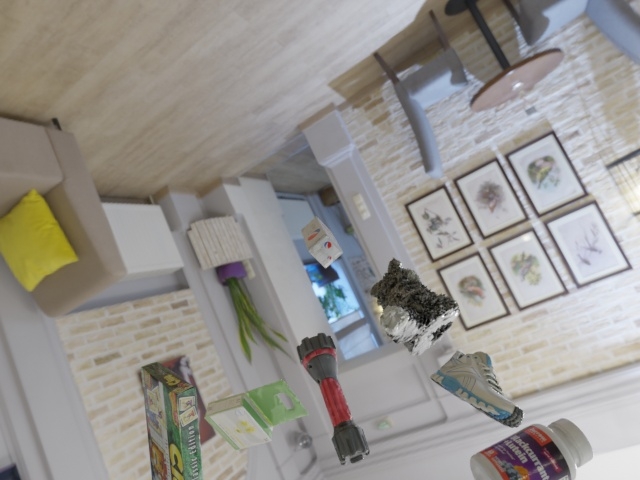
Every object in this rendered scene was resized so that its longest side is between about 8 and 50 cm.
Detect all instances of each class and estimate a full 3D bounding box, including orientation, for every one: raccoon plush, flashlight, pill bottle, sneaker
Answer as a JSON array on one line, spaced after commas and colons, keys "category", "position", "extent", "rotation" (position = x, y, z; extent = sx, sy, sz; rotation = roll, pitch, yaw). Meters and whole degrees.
[{"category": "raccoon plush", "position": [0.237, 0.156, 1.341], "extent": [0.216, 0.299, 0.446], "rotation": [-44, 146, 1]}, {"category": "flashlight", "position": [0.030, 0.381, 1.086], "extent": [0.103, 0.304, 0.103], "rotation": [8, 132, -34]}, {"category": "pill bottle", "position": [0.379, 0.397, 0.787], "extent": [0.194, 0.108, 0.108], "rotation": [-21, 171, -12]}, {"category": "sneaker", "position": [0.239, 0.209, 0.663], "extent": [0.083, 0.071, 0.191], "rotation": [-54, -166, -7]}]

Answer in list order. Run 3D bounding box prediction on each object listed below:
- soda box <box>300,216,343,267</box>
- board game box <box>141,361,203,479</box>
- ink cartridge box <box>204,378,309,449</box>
[{"category": "soda box", "position": [0.000, 0.000, 1.270], "extent": [0.069, 0.074, 0.216], "rotation": [-42, -162, 6]}, {"category": "board game box", "position": [-0.198, 0.309, 0.599], "extent": [0.030, 0.259, 0.136], "rotation": [-8, -174, -42]}, {"category": "ink cartridge box", "position": [-0.173, 0.487, 1.219], "extent": [0.235, 0.171, 0.056], "rotation": [-20, -150, 14]}]
